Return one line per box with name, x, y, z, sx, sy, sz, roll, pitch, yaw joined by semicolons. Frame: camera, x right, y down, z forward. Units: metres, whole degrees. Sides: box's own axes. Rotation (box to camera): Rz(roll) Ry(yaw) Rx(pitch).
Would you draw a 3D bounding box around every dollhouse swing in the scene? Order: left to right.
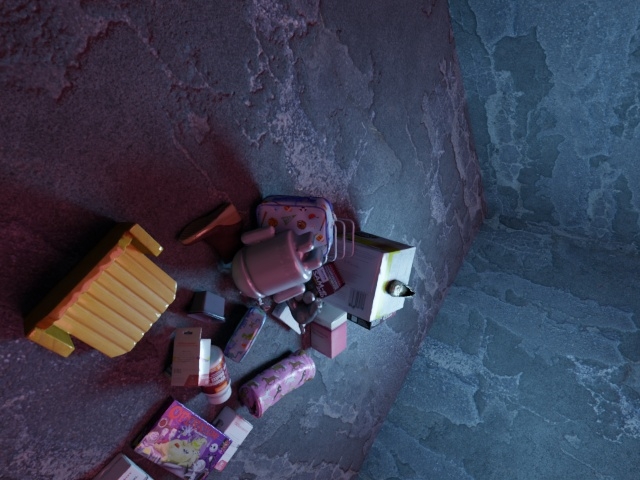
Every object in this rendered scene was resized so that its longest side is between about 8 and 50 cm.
dollhouse swing;-0.549;0.177;1.141;0.305;0.315;0.346;49;65;-28

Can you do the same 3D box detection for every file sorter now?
file sorter;0.000;0.000;1.812;0.278;0.173;0.192;-12;106;-48

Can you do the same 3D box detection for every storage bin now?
storage bin;-0.414;0.243;1.501;0.135;0.098;0.090;41;46;-51

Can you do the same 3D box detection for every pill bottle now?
pill bottle;-0.418;0.523;1.590;0.121;0.121;0.221;-35;131;-38

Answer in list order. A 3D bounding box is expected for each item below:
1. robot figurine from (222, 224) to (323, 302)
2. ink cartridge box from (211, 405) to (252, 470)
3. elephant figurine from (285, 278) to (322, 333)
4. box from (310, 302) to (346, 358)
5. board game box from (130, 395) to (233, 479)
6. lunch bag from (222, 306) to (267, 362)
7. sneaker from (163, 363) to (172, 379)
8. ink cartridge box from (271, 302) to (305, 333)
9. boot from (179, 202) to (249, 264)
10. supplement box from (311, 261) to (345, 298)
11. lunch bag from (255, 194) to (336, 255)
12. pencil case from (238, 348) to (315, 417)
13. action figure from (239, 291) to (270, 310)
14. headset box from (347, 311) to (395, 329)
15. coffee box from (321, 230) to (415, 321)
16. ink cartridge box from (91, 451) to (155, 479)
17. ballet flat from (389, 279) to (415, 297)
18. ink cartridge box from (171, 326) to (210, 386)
robot figurine;-0.170;0.086;1.479;0.199;0.354;0.299;-76;142;-70
ink cartridge box;-0.418;0.849;1.768;0.218;0.092;0.158;-49;138;-23
elephant figurine;-0.050;0.258;1.824;0.186;0.169;0.239;-43;180;16
box;0.042;0.464;2.122;0.127;0.149;0.232;-27;125;-42
board game box;-0.517;0.775;1.569;0.346;0.056;0.208;52;59;-31
lunch bag;-0.301;0.374;1.644;0.218;0.090;0.176;-61;-178;-9
sneaker;-0.511;0.494;1.516;0.059;0.053;0.144;-59;143;-18
ink cartridge box;-0.116;0.320;1.942;0.180;0.056;0.224;-58;146;-17
boot;-0.360;0.006;1.445;0.248;0.090;0.206;-42;133;-37
supplement box;0.034;0.170;1.827;0.130;0.073;0.239;64;13;4
lunch bag;-0.090;-0.063;1.582;0.115;0.304;0.242;-63;153;-60
pencil case;-0.191;0.658;1.914;0.386;0.160;0.167;-22;156;-46
action figure;-0.203;0.206;1.684;0.276;0.164;0.140;-24;92;-53
headset box;0.280;0.371;2.323;0.293;0.218;0.110;-16;118;-47
coffee box;0.226;0.159;2.055;0.335;0.338;0.337;-8;112;-51
ink cartridge box;-0.689;0.863;1.435;0.148;0.086;0.203;-45;138;-29
ballet flat;0.399;0.245;1.981;0.250;0.058;0.084;23;87;-55
ink cartridge box;-0.456;0.409;1.454;0.067;0.116;0.197;34;54;-67
